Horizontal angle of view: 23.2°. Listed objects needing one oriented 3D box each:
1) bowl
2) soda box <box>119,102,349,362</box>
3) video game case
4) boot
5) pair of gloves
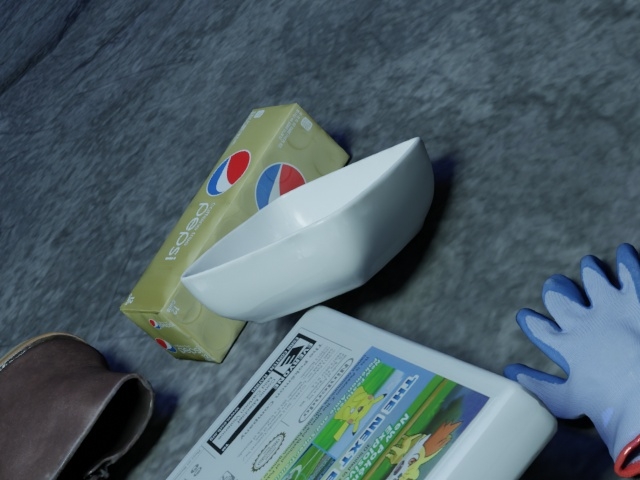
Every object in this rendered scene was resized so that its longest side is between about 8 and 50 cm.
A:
[{"bbox_3d":[0.000,0.000,0.958,0.142,0.053,0.142,-23,11,36],"label":"bowl"},{"bbox_3d":[-0.058,-0.006,1.073,0.058,0.061,0.181,-1,51,53],"label":"soda box"},{"bbox_3d":[-0.052,0.182,0.783,0.329,0.036,0.300,-50,16,-8],"label":"video game case"},{"bbox_3d":[-0.234,0.164,1.058,0.248,0.090,0.207,-49,24,-14],"label":"boot"},{"bbox_3d":[0.176,0.020,0.750,0.198,0.023,0.159,-43,29,8],"label":"pair of gloves"}]
